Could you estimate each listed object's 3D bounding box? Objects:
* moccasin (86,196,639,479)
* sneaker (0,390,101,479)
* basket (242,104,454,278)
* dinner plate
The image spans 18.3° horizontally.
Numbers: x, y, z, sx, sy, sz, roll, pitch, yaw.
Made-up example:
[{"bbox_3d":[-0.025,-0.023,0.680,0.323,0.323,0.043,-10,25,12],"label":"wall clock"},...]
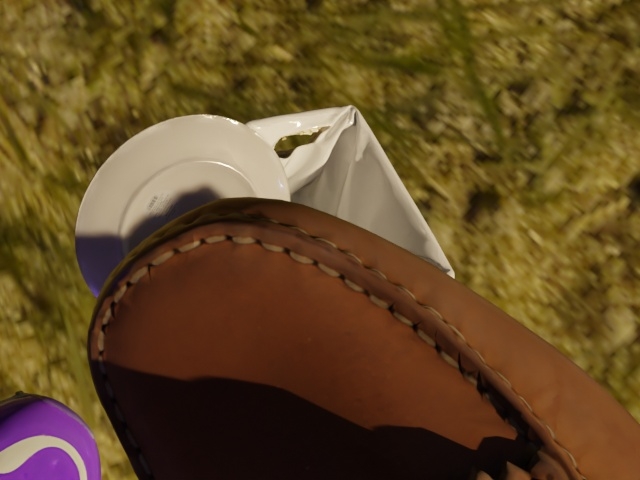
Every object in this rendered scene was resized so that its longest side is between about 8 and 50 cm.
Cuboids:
[{"bbox_3d":[0.055,0.156,0.501,0.139,0.147,0.380,-32,81,24],"label":"moccasin"},{"bbox_3d":[-0.179,0.208,0.906,0.102,0.146,0.293,39,77,-24],"label":"sneaker"},{"bbox_3d":[0.000,0.000,1.451,0.113,0.167,0.103,-12,152,-35],"label":"basket"},{"bbox_3d":[-0.080,-0.009,1.202,0.141,0.017,0.141,-11,117,-22],"label":"dinner plate"}]
